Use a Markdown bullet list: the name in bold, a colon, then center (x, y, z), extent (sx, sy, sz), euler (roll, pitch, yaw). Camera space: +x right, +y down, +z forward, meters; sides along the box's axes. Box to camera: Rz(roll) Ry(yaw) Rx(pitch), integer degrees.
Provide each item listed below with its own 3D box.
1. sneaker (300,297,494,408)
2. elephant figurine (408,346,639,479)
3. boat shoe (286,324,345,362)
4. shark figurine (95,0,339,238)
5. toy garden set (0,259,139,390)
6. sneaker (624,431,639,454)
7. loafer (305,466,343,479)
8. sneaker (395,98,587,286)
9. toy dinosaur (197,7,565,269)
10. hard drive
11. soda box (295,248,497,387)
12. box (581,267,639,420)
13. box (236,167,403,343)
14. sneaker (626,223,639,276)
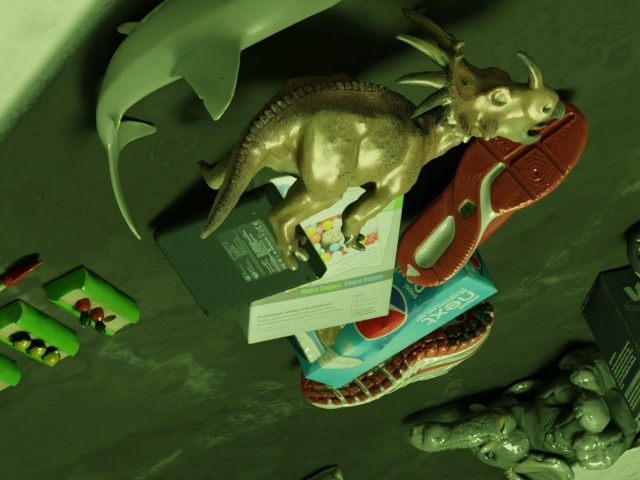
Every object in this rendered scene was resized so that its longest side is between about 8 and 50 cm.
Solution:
- **sneaker**: center (0.087, 0.132, 1.833), extent (0.225, 0.088, 0.092), euler (-20, 154, -3)
- **elephant figurine**: center (0.267, 0.240, 2.129), extent (0.239, 0.186, 0.169), euler (-23, -162, 26)
- **boat shoe**: center (-0.019, 0.048, 1.640), extent (0.066, 0.066, 0.183), euler (-39, 150, -11)
- **shark figurine**: center (-0.099, -0.116, 1.221), extent (0.278, 0.116, 0.166), euler (-39, 147, 27)
- **toy garden set**: center (-0.310, 0.099, 1.521), extent (0.244, 0.049, 0.204), euler (-28, 153, 11)
- **sneaker**: center (0.463, 0.259, 2.369), extent (0.170, 0.063, 0.075), euler (-24, 159, 15)
- **loafer**: center (-0.022, 0.335, 2.177), extent (0.125, 0.039, 0.045), euler (-30, 118, 21)
- **sneaker**: center (0.158, -0.052, 1.592), extent (0.221, 0.087, 0.128), euler (-40, -179, 7)
- **toy dinosaur**: center (0.026, -0.091, 1.314), extent (0.296, 0.127, 0.200), euler (-12, 152, -37)
- **hard drive**: center (-0.072, 0.010, 1.461), extent (0.135, 0.094, 0.022), euler (-19, -158, 36)
- **soda box**: center (0.071, 0.071, 1.733), extent (0.210, 0.067, 0.071), euler (-34, 151, 21)
- **box**: center (0.414, 0.107, 1.949), extent (0.156, 0.158, 0.093), euler (-13, 151, -16)
- **box**: center (0.000, 0.000, 1.517), extent (0.145, 0.038, 0.186), euler (-10, 129, -21)
- **sneaker**: center (0.443, 0.024, 1.903), extent (0.235, 0.097, 0.084), euler (11, 98, -18)
